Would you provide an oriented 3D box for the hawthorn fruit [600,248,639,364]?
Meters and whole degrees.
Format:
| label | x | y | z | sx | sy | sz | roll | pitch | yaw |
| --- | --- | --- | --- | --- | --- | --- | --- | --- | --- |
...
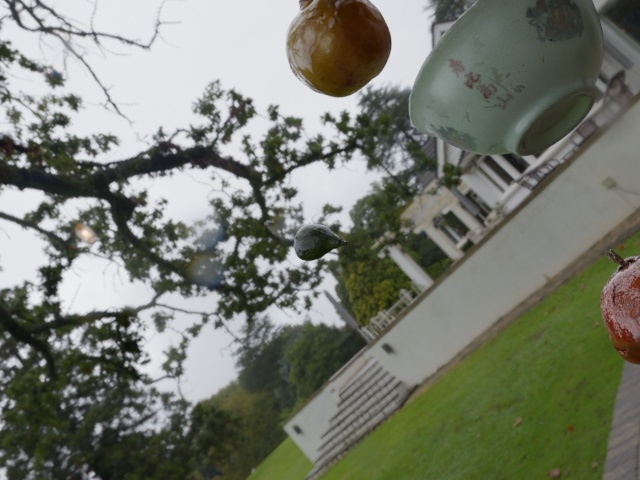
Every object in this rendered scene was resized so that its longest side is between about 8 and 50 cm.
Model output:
| label | x | y | z | sx | sy | sz | roll | pitch | yaw |
| --- | --- | --- | --- | --- | --- | --- | --- | --- | --- |
| hawthorn fruit | 0.804 | 0.146 | 1.370 | 0.276 | 0.307 | 0.276 | -23 | -19 | -8 |

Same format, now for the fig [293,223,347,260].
| label | x | y | z | sx | sy | sz | roll | pitch | yaw |
| --- | --- | --- | --- | --- | --- | --- | --- | --- | --- |
| fig | 0.000 | 0.000 | 1.683 | 0.178 | 0.117 | 0.117 | -8 | 17 | 42 |

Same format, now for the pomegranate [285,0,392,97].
| label | x | y | z | sx | sy | sz | roll | pitch | yaw |
| --- | --- | --- | --- | --- | --- | --- | --- | --- | --- |
| pomegranate | 0.037 | -0.487 | 1.385 | 0.264 | 0.264 | 0.264 | -41 | -11 | -10 |

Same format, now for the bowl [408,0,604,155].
| label | x | y | z | sx | sy | sz | roll | pitch | yaw |
| --- | --- | --- | --- | --- | --- | --- | --- | --- | --- |
| bowl | 0.413 | -0.299 | 1.130 | 0.435 | 0.196 | 0.434 | -25 | -25 | -12 |
